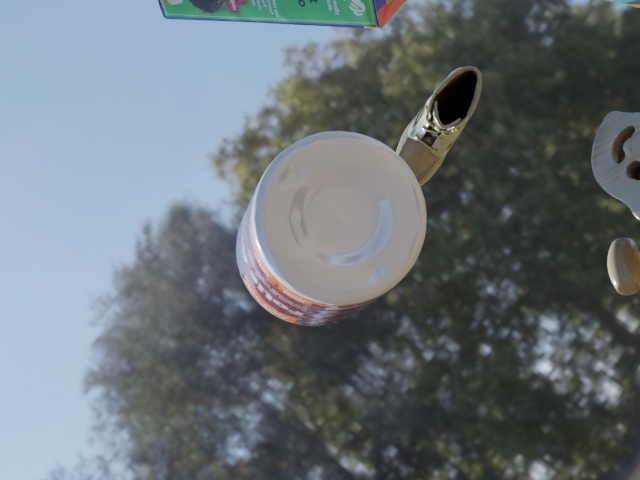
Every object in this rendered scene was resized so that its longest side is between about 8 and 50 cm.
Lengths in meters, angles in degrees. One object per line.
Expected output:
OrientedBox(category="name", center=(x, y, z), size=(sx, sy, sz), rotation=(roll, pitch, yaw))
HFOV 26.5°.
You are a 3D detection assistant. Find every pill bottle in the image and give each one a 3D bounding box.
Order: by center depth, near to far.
OrientedBox(category="pill bottle", center=(0.000, 0.000, 1.871), size=(0.224, 0.224, 0.392), rotation=(-49, -1, -12))

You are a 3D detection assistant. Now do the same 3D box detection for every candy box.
OrientedBox(category="candy box", center=(-0.011, -0.376, 1.679), size=(0.268, 0.317, 0.122), rotation=(-49, -45, -42))

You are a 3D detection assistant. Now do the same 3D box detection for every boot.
OrientedBox(category="boot", center=(0.177, -0.171, 2.068), size=(0.213, 0.077, 0.165), rotation=(-57, 0, 6))

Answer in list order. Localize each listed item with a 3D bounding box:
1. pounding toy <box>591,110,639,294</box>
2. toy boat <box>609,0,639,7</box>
OrientedBox(category="pounding toy", center=(0.391, -0.072, 1.404), size=(0.155, 0.154, 0.269), rotation=(24, -53, -33))
OrientedBox(category="toy boat", center=(0.517, -0.358, 1.883), size=(0.268, 0.318, 0.148), rotation=(-14, -59, -8))
